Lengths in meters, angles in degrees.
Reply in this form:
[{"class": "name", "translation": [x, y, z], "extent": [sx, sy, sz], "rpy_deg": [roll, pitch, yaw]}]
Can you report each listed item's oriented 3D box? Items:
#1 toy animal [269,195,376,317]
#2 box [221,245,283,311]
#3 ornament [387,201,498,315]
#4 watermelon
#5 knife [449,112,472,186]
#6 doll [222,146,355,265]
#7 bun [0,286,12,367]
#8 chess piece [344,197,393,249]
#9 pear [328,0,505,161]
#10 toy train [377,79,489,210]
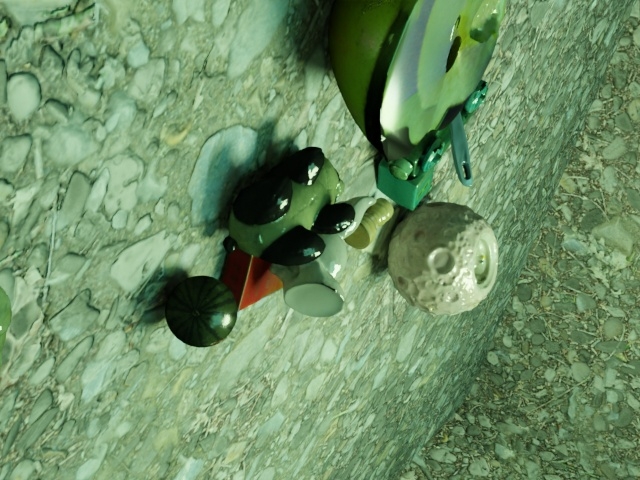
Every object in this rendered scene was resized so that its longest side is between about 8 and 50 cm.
[{"class": "toy animal", "translation": [0.000, 0.001, 1.438], "extent": [0.104, 0.131, 0.220], "rpy_deg": [-46, -155, 55]}, {"class": "box", "translation": [-0.091, 0.036, 1.453], "extent": [0.175, 0.048, 0.112], "rpy_deg": [-24, 136, -55]}, {"class": "ornament", "translation": [0.268, 0.041, 1.984], "extent": [0.259, 0.225, 0.259], "rpy_deg": [-13, 105, -57]}, {"class": "watermelon", "translation": [-0.173, 0.102, 1.275], "extent": [0.105, 0.105, 0.133], "rpy_deg": [-58, 178, -6]}, {"class": "knife", "translation": [0.235, -0.249, 1.619], "extent": [0.045, 0.019, 0.312], "rpy_deg": [-13, 95, -19]}, {"class": "doll", "translation": [-0.043, -0.057, 1.340], "extent": [0.234, 0.135, 0.143], "rpy_deg": [-43, 117, -41]}, {"class": "bun", "translation": [-0.376, 0.105, 0.841], "extent": [0.195, 0.118, 0.195], "rpy_deg": [-49, 154, -34]}, {"class": "chess piece", "translation": [0.099, -0.039, 1.758], "extent": [0.122, 0.066, 0.066], "rpy_deg": [-45, 153, -45]}, {"class": "pear", "translation": [0.133, -0.330, 1.332], "extent": [0.399, 0.165, 0.398], "rpy_deg": [-47, 154, -31]}, {"class": "toy train", "translation": [0.222, -0.216, 1.743], "extent": [0.298, 0.120, 0.194], "rpy_deg": [-52, 164, -19]}]
